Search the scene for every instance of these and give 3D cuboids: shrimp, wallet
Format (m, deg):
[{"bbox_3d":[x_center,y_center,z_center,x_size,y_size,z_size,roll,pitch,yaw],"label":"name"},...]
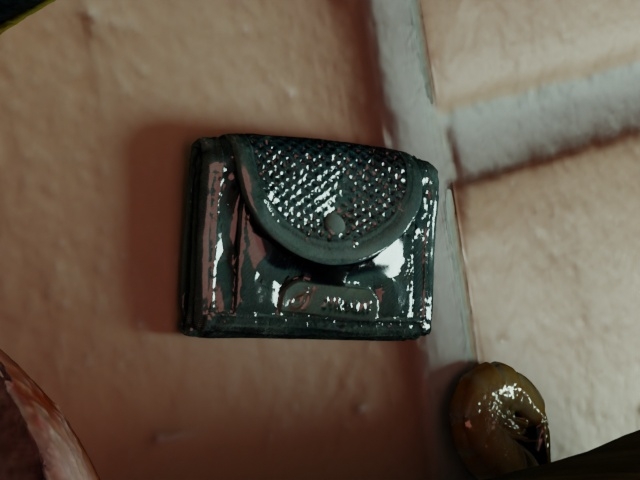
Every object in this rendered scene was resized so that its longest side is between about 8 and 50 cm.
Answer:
[{"bbox_3d":[0.098,0.103,0.755,0.108,0.023,0.059,53,55,-25],"label":"shrimp"},{"bbox_3d":[0.000,0.000,0.678,0.129,0.026,0.088,3,90,-35],"label":"wallet"}]

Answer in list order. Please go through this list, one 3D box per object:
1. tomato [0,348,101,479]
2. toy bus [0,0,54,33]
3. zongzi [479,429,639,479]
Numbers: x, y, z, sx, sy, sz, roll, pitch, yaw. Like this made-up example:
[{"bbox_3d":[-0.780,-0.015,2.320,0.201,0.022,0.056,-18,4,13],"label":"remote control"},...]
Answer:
[{"bbox_3d":[-0.121,0.124,0.460,0.112,0.199,0.228,15,80,-61],"label":"tomato"},{"bbox_3d":[-0.243,-0.135,0.449,0.335,0.121,0.123,13,76,-35],"label":"toy bus"},{"bbox_3d":[0.088,0.143,0.686,0.447,0.418,0.181,-38,142,-71],"label":"zongzi"}]
